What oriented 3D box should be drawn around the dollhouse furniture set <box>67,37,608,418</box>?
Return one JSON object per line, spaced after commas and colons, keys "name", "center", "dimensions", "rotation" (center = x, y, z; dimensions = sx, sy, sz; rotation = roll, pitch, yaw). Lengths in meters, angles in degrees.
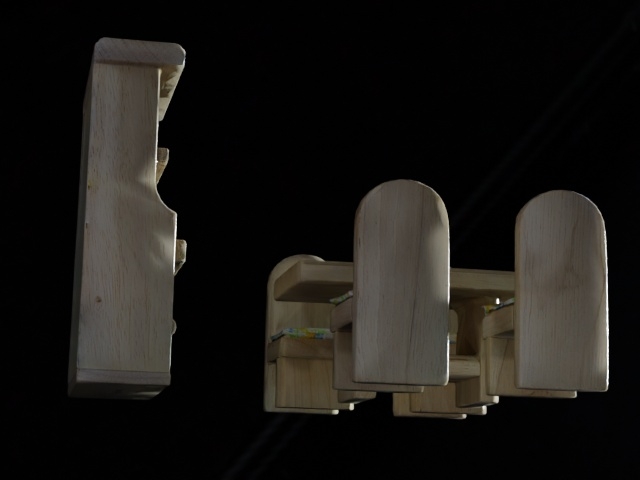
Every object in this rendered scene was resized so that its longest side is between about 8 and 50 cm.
{"name": "dollhouse furniture set", "center": [0.000, 0.000, 0.768], "dimensions": [0.242, 0.212, 0.161], "rotation": [3, -101, -12]}
